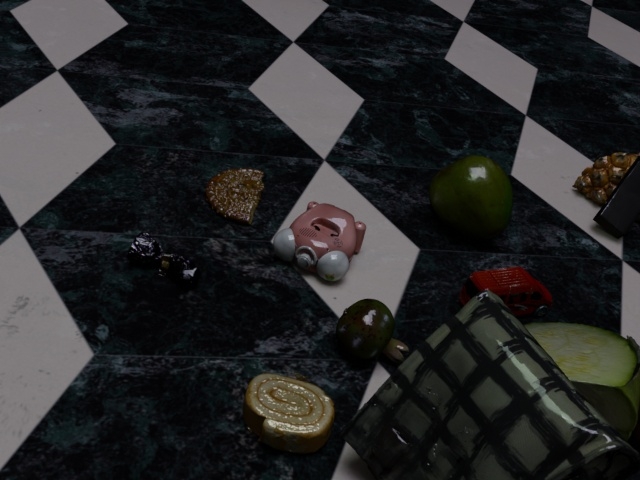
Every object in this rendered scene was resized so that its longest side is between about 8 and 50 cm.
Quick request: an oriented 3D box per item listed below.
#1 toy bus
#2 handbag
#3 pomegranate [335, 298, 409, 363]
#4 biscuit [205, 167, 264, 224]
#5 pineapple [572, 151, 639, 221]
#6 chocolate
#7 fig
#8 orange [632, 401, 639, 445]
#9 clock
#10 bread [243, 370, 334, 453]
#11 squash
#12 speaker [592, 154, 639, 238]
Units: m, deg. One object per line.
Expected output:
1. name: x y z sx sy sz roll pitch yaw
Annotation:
1. toy bus: 0.384 0.105 1.621 0.195 0.089 0.081 -5 41 -22
2. handbag: 0.229 0.289 1.162 0.162 0.327 0.325 40 10 -46
3. pomegranate: 0.097 0.171 1.448 0.142 0.114 0.115 38 37 -9
4. biscuit: -0.191 -0.109 1.778 0.125 0.025 0.206 10 37 -3
5. pineapple: 0.788 -0.136 2.019 0.249 0.140 0.164 10 38 -9
6. chocolate: -0.296 0.043 1.534 0.147 0.070 0.072 32 30 8
7. fig: 0.346 -0.092 1.804 0.180 0.181 0.191 -14 66 -31
8. orange: 0.647 0.291 1.385 0.248 0.183 0.249 -16 55 24
9. clock: 0.000 0.000 1.643 0.165 0.093 0.162 25 42 14
10. bread: -0.052 0.276 1.283 0.149 0.073 0.122 13 39 1
11. squash: 0.441 0.203 1.406 0.233 0.210 0.309 4 39 23
12. speaker: 0.759 -0.112 1.944 0.082 0.044 0.218 38 77 3
